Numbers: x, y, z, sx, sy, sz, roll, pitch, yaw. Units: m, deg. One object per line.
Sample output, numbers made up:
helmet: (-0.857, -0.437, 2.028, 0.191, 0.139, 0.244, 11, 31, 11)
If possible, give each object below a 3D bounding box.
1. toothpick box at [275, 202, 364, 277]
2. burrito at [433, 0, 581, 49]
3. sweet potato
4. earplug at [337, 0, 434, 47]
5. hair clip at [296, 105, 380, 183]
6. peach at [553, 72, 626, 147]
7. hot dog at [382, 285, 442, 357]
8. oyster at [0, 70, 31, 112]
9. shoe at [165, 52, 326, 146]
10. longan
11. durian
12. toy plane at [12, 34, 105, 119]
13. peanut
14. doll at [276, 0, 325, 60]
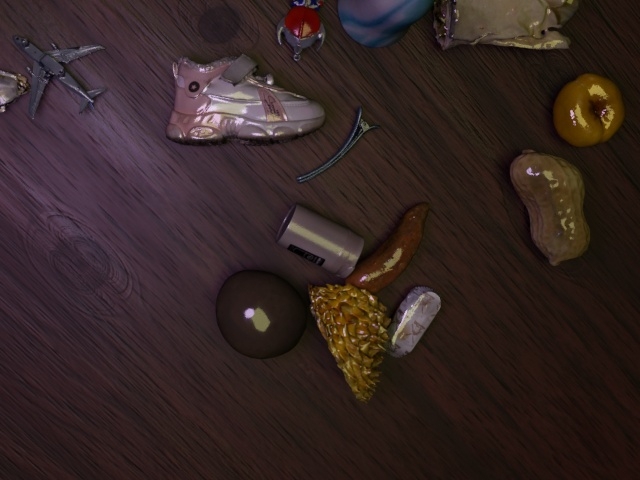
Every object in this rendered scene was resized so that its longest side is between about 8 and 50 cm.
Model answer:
toothpick box: (0.000, 0.000, 1.803, 0.181, 0.111, 0.111, 28, 91, -11)
burrito: (0.424, -0.532, 1.806, 0.332, 0.135, 0.190, -2, 106, -13)
sweet potato: (0.172, 0.030, 1.850, 0.292, 0.097, 0.097, -45, 102, -7)
earplug: (0.158, -0.519, 1.663, 0.185, 0.324, 0.185, -1, 97, -11)
hair clip: (0.037, -0.206, 1.823, 0.070, 0.039, 0.229, 44, 89, -13)
peach: (0.643, -0.312, 1.888, 0.179, 0.103, 0.179, -2, 99, -13)
hot dog: (0.219, 0.198, 1.896, 0.099, 0.053, 0.192, 29, 94, -11)
oyster: (-0.701, -0.313, 1.669, 0.166, 0.053, 0.108, 0, 70, -2)
shoe: (-0.162, -0.307, 1.708, 0.351, 0.172, 0.198, -3, 94, -12)
longan: (-0.131, 0.167, 1.759, 0.220, 0.196, 0.196, 40, 88, -24)
durian: (0.070, 0.249, 1.778, 0.185, 0.195, 0.305, -14, 108, 18)
toy plane: (-0.568, -0.364, 1.684, 0.226, 0.058, 0.226, 43, 72, -12)
peanut: (0.563, -0.088, 1.878, 0.159, 0.143, 0.291, -23, 102, 4)
doll: (-0.039, -0.498, 1.766, 0.104, 0.062, 0.194, 10, 87, -23)
